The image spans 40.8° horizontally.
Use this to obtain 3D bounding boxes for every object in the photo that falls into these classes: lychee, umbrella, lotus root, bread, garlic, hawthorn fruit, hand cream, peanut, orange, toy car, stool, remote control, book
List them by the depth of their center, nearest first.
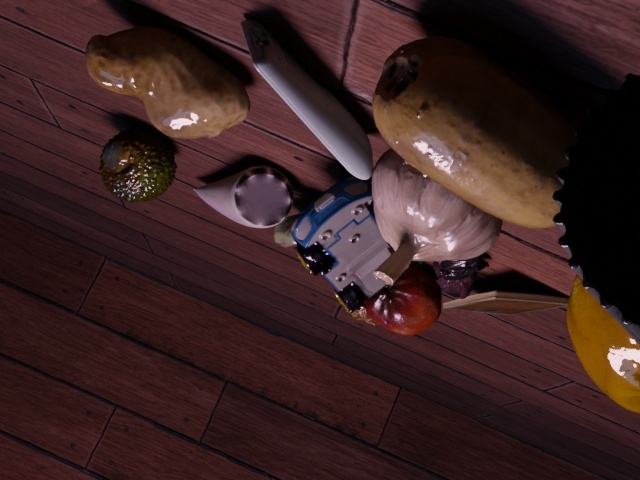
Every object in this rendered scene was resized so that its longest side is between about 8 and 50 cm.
[{"bbox_3d":[0.415,0.011,0.860,0.297,0.297,0.330,15,167,32],"label":"stool"},{"bbox_3d":[0.208,-0.103,0.986,0.342,0.151,0.169,32,-154,-22],"label":"lotus root"},{"bbox_3d":[0.470,0.112,1.160,0.279,0.235,0.279,20,149,13],"label":"orange"},{"bbox_3d":[-0.009,-0.193,1.205,0.051,0.103,0.293,-33,139,16],"label":"remote control"},{"bbox_3d":[-0.224,-0.235,1.278,0.253,0.137,0.122,33,161,-20],"label":"peanut"},{"bbox_3d":[0.152,-0.019,1.291,0.218,0.212,0.218,28,164,9],"label":"garlic"},{"bbox_3d":[0.057,-0.012,1.558,0.166,0.198,0.314,53,-176,39],"label":"toy car"},{"bbox_3d":[0.252,0.046,1.587,0.090,0.094,0.326,35,168,16],"label":"umbrella"},{"bbox_3d":[-0.009,-0.022,1.711,0.172,0.064,0.232,0,-177,2],"label":"bread"},{"bbox_3d":[0.368,0.126,1.718,0.170,0.018,0.241,6,169,-15],"label":"book"},{"bbox_3d":[-0.368,-0.152,1.767,0.171,0.171,0.171,23,165,6],"label":"lychee"},{"bbox_3d":[-0.152,-0.081,1.778,0.185,0.118,0.358,23,173,-16],"label":"hand cream"},{"bbox_3d":[0.190,0.131,1.853,0.157,0.157,0.194,9,163,44],"label":"hawthorn fruit"},{"bbox_3d":[0.131,0.180,2.262,0.105,0.076,0.233,32,162,-33],"label":"bread"}]

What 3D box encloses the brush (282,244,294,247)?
[{"bbox_3d":[0.000,0.000,1.938,0.299,0.039,0.042,3,158,46],"label":"brush"}]
